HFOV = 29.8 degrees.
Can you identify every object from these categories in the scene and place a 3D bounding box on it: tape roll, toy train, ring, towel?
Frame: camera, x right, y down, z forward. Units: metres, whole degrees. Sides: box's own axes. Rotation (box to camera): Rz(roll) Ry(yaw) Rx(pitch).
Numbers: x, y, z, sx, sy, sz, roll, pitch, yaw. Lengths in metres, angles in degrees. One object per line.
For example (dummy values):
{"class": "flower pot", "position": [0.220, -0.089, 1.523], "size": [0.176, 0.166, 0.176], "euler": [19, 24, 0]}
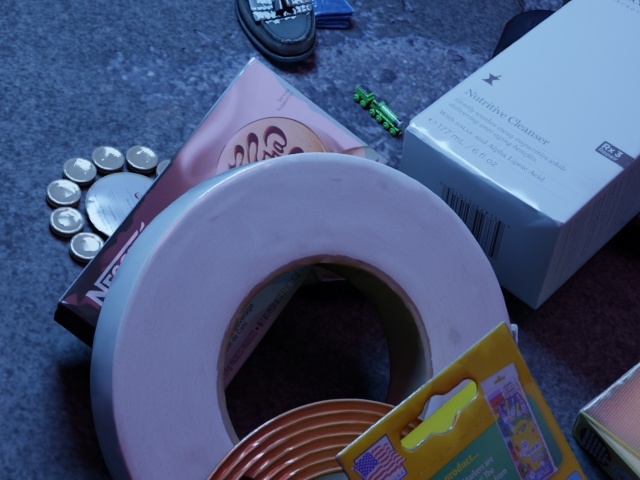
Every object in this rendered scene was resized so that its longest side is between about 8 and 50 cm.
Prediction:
{"class": "tape roll", "position": [-0.004, 0.116, 1.052], "size": [0.392, 0.072, 0.392], "euler": [1, 87, -27]}
{"class": "toy train", "position": [0.073, -0.164, 1.498], "size": [0.017, 0.024, 0.083], "euler": [-30, 66, -37]}
{"class": "ring", "position": [0.019, 0.299, 0.983], "size": [0.336, 0.032, 0.337], "euler": [6, 79, -30]}
{"class": "towel", "position": [-0.002, -0.334, 1.613], "size": [0.067, 0.029, 0.119], "euler": [-5, 53, -23]}

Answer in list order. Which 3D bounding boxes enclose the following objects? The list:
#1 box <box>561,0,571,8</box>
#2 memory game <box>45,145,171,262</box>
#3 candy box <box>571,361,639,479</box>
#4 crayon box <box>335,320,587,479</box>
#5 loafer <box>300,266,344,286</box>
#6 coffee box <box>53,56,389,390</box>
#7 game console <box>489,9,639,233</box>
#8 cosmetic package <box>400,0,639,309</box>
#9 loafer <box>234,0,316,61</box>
{"class": "box", "position": [0.474, -0.425, 1.763], "size": [0.167, 0.168, 0.203], "euler": [22, 53, -2]}
{"class": "memory game", "position": [-0.202, -0.032, 1.291], "size": [0.186, 0.012, 0.186], "euler": [10, 49, -12]}
{"class": "candy box", "position": [0.427, 0.244, 1.196], "size": [0.183, 0.087, 0.316], "euler": [-36, 68, -12]}
{"class": "crayon box", "position": [0.137, 0.256, 0.992], "size": [0.203, 0.083, 0.323], "euler": [-33, 101, -31]}
{"class": "loafer", "position": [0.000, 0.000, 1.283], "size": [0.268, 0.092, 0.102], "euler": [6, 51, -12]}
{"class": "coffee box", "position": [-0.095, 0.001, 1.136], "size": [0.168, 0.119, 0.297], "euler": [38, 73, -5]}
{"class": "game console", "position": [0.391, -0.148, 1.539], "size": [0.386, 0.060, 0.342], "euler": [19, 46, 10]}
{"class": "cosmetic package", "position": [0.291, -0.125, 1.384], "size": [0.217, 0.156, 0.385], "euler": [35, 58, 23]}
{"class": "loafer", "position": [-0.069, -0.345, 1.552], "size": [0.096, 0.084, 0.267], "euler": [-11, 53, -10]}
